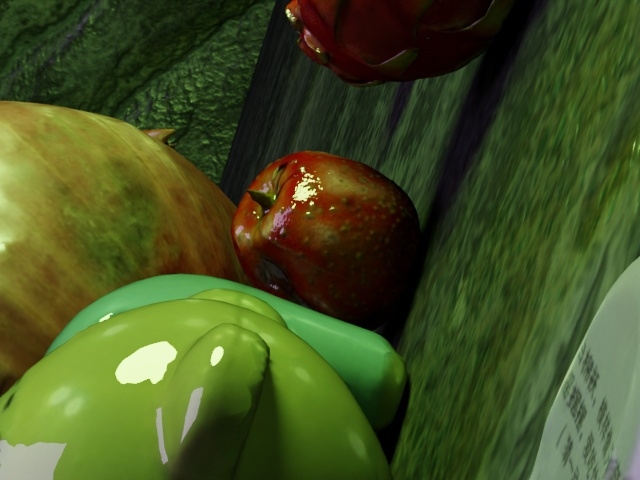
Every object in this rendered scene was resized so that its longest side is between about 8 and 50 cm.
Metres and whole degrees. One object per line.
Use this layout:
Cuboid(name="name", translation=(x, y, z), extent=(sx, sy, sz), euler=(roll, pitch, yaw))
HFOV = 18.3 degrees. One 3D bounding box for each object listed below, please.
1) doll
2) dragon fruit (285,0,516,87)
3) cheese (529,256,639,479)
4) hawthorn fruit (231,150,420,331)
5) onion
Cuboid(name="doll", translation=(-0.051, 0.102, 0.736), extent=(0.260, 0.161, 0.177), euler=(-105, 35, -83))
Cuboid(name="dragon fruit", translation=(0.062, -0.125, 0.846), extent=(0.190, 0.094, 0.094), euler=(-24, 42, 48))
Cuboid(name="cheese", translation=(0.059, 0.071, 0.392), extent=(0.105, 0.042, 0.191), euler=(-84, 13, -68))
Cuboid(name="hawthorn fruit", translation=(0.000, 0.000, 0.908), extent=(0.093, 0.093, 0.093), euler=(-162, 90, -84))
Cuboid(name="onion", translation=(-0.158, 0.085, 1.076), extent=(0.353, 0.354, 0.353), euler=(-162, 90, -84))
